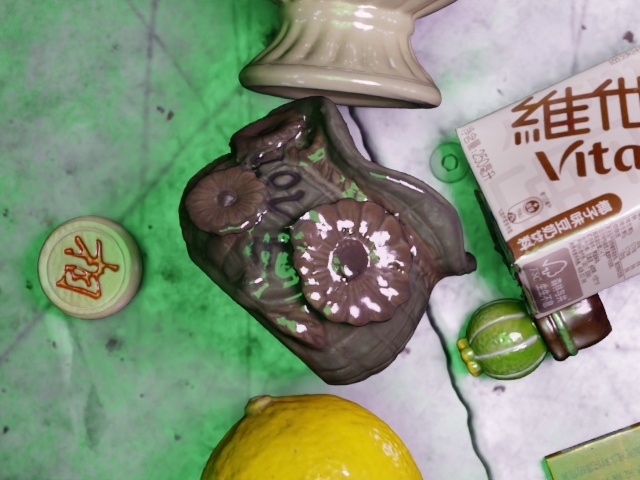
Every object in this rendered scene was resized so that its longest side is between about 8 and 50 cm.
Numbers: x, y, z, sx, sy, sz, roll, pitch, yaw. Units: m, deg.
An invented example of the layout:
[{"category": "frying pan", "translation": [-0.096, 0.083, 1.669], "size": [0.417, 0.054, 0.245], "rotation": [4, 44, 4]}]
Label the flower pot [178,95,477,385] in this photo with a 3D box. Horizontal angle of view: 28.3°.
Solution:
[{"category": "flower pot", "translation": [0.000, 0.000, 1.308], "size": [0.302, 0.302, 0.213], "rotation": [42, 85, 7]}]

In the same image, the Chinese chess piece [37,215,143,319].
[{"category": "Chinese chess piece", "translation": [-0.267, 0.031, 1.471], "size": [0.122, 0.051, 0.122], "rotation": [0, 87, 8]}]

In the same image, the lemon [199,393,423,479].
[{"category": "lemon", "translation": [-0.001, 0.307, 1.328], "size": [0.245, 0.245, 0.319], "rotation": [-23, 91, 7]}]

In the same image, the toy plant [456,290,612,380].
[{"category": "toy plant", "translation": [0.227, 0.096, 1.379], "size": [0.162, 0.093, 0.092], "rotation": [-24, 85, 7]}]

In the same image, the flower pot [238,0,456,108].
[{"category": "flower pot", "translation": [0.025, -0.265, 1.317], "size": [0.308, 0.307, 0.244], "rotation": [6, 90, 8]}]

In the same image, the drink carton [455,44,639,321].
[{"category": "drink carton", "translation": [0.321, -0.081, 1.317], "size": [0.325, 0.132, 0.194], "rotation": [-24, 55, 6]}]

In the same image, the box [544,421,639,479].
[{"category": "box", "translation": [0.337, 0.307, 1.387], "size": [0.121, 0.030, 0.193], "rotation": [-21, 86, 7]}]
